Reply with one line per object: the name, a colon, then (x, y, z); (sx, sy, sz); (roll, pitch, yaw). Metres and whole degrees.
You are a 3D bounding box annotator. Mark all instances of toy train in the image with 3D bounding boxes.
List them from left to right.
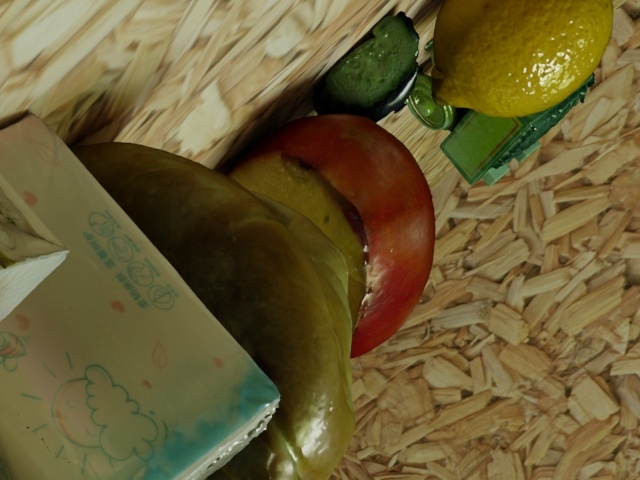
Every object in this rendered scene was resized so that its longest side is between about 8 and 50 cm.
toy train: (0.233, -0.201, 2.015); (0.159, 0.188, 0.272); (-37, 175, -24)

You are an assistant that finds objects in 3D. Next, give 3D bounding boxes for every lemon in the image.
lemon: (0.229, -0.242, 1.727); (0.256, 0.188, 0.188); (-44, 173, 11)

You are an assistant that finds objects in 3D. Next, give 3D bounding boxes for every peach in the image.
peach: (0.000, 0.000, 1.654); (0.281, 0.281, 0.338); (-41, 174, -1)

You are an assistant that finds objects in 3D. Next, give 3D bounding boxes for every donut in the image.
donut: (-0.145, 0.097, 1.189); (0.360, 0.360, 0.170); (-42, 165, 14)

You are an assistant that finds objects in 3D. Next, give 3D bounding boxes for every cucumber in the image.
cucumber: (0.056, -0.172, 1.683); (0.115, 0.086, 0.193); (-42, -179, -12)

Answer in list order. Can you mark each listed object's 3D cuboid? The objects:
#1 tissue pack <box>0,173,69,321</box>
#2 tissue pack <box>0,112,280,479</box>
tissue pack: (-0.220, -0.011, 0.746); (0.106, 0.149, 0.099); (-43, 173, 18)
tissue pack: (-0.180, 0.069, 0.988); (0.124, 0.271, 0.201); (-46, 172, 38)
